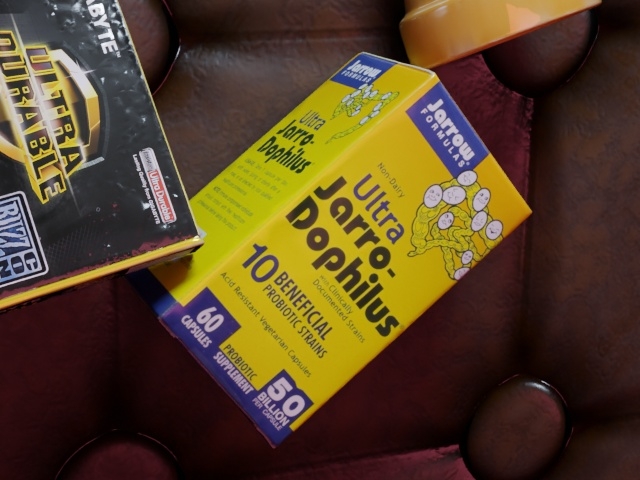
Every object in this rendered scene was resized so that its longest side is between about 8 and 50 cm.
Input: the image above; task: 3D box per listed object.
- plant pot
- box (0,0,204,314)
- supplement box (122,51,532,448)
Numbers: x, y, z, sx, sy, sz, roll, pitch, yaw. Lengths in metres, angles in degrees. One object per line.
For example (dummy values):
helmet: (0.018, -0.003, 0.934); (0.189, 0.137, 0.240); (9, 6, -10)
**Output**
plant pot: (0.160, -0.294, 1.309); (0.205, 0.205, 0.188); (-22, 95, -15)
box: (-0.282, -0.103, 1.172); (0.257, 0.079, 0.322); (-18, 85, -14)
supplement box: (0.000, 0.000, 1.312); (0.356, 0.195, 0.194); (-42, 115, -7)
